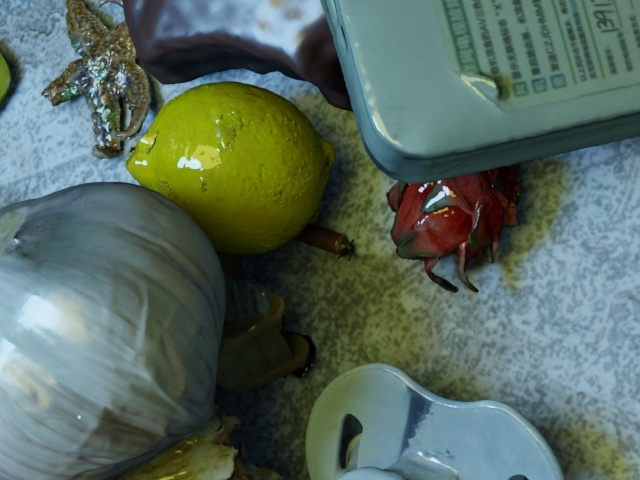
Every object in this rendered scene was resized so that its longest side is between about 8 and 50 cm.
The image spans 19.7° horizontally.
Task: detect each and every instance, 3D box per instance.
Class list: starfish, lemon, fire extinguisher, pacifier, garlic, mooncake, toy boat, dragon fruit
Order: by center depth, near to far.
[{"bbox_3d":[-0.208,0.084,1.676,0.259,0.317,0.317,42,107,-16],"label":"garlic"},{"bbox_3d":[0.081,0.245,1.694,0.279,0.207,0.228,17,109,28],"label":"pacifier"},{"bbox_3d":[0.126,-0.033,1.759,0.121,0.130,0.142,32,99,-7],"label":"dragon fruit"},{"bbox_3d":[-0.089,-0.071,1.811,0.173,0.206,0.174,-173,90,-69],"label":"lemon"},{"bbox_3d":[-0.055,-0.276,1.845,0.334,0.174,0.326,-49,68,13],"label":"mooncake"},{"bbox_3d":[0.000,0.000,1.863,0.083,0.022,0.028,20,60,27],"label":"fire extinguisher"},{"bbox_3d":[-0.212,0.033,1.907,0.445,0.136,0.162,16,65,27],"label":"toy boat"},{"bbox_3d":[-0.237,-0.190,2.005,0.150,0.053,0.210,-31,66,8],"label":"starfish"}]

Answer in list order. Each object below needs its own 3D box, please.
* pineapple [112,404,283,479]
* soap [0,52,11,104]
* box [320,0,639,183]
[{"bbox_3d":[-0.184,0.279,1.862,0.344,0.286,0.209,-3,44,17],"label":"pineapple"},{"bbox_3d":[-0.402,-0.161,2.077,0.089,0.045,0.140,42,103,22],"label":"soap"},{"bbox_3d":[0.188,-0.274,1.663,0.396,0.111,0.396,-12,75,-7],"label":"box"}]
